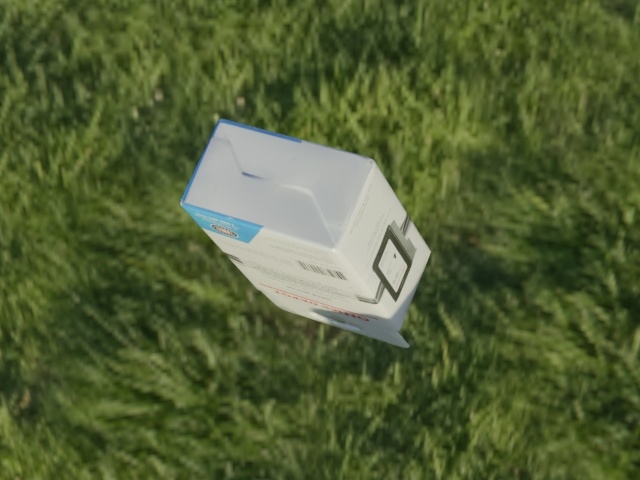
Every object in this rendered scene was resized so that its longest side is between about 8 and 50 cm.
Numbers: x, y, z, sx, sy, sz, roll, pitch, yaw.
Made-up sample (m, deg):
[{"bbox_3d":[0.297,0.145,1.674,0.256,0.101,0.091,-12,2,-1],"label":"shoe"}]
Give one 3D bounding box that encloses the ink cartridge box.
[{"bbox_3d":[0.000,0.000,0.453,0.048,0.083,0.028,17,74,23],"label":"ink cartridge box"}]
